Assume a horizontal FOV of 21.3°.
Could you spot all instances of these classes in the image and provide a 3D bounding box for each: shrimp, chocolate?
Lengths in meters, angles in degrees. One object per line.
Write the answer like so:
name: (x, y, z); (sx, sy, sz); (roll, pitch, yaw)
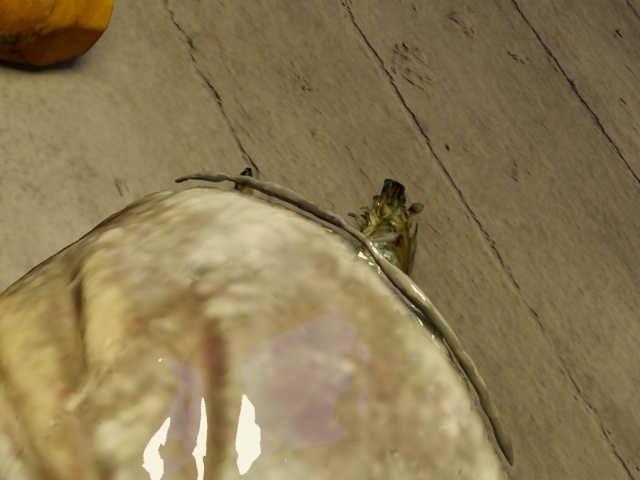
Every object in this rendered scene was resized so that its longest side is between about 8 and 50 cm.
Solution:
shrimp: (0.000, 0.000, 1.231); (0.150, 0.051, 0.217); (31, 37, 0)
chocolate: (-0.077, 0.142, 0.787); (0.303, 0.303, 0.213); (47, 50, 12)

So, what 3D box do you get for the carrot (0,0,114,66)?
carrot: (-0.281, -0.190, 1.124); (0.302, 0.114, 0.114); (10, 43, -35)
